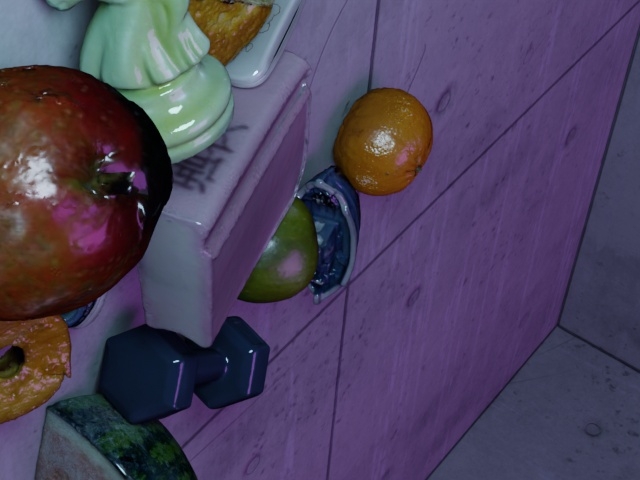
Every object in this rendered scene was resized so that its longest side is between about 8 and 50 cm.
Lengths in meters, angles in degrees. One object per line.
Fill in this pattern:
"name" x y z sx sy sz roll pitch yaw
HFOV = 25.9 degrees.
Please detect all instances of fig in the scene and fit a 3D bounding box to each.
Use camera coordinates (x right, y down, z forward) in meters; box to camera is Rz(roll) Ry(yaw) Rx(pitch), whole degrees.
"fig" -0.103 0.011 2.183 0.191 0.181 0.181 -14 132 -36

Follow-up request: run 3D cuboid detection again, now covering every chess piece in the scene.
"chess piece" -0.214 -0.243 1.597 0.176 0.176 0.298 -47 141 -28

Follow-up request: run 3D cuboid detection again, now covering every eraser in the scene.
"eraser" -0.130 -0.070 1.970 0.272 0.122 0.359 92 21 -48

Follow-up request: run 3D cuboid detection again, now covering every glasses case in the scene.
"glasses case" -0.079 -0.295 1.934 0.193 0.074 0.049 -66 155 -22

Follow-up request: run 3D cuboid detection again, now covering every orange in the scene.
"orange" 0.114 -0.169 2.422 0.193 0.161 0.193 -59 169 -20

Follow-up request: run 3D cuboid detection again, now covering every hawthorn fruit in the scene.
"hawthorn fruit" -0.313 -0.053 1.514 0.316 0.316 0.316 -46 154 -31

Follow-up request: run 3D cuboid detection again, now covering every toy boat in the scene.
"toy boat" 0.000 0.000 2.425 0.309 0.129 0.142 91 21 -47

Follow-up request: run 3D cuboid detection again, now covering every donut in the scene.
"donut" -0.408 0.141 1.776 0.174 0.074 0.190 -27 137 -17

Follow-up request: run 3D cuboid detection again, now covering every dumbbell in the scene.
"dumbbell" -0.210 0.201 2.201 0.156 0.143 0.316 -21 170 23

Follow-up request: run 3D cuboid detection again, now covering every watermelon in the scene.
"watermelon" -0.338 0.355 2.162 0.283 0.292 0.250 -12 93 -80

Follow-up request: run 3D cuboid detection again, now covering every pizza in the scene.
"pizza" -0.188 -0.282 1.773 0.189 0.071 0.297 -49 158 21

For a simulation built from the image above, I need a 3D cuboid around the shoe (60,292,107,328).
"shoe" -0.323 0.036 1.842 0.106 0.091 0.207 -23 141 -64
